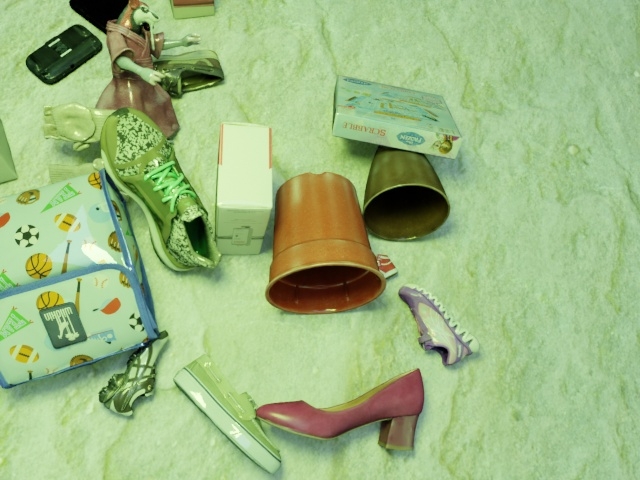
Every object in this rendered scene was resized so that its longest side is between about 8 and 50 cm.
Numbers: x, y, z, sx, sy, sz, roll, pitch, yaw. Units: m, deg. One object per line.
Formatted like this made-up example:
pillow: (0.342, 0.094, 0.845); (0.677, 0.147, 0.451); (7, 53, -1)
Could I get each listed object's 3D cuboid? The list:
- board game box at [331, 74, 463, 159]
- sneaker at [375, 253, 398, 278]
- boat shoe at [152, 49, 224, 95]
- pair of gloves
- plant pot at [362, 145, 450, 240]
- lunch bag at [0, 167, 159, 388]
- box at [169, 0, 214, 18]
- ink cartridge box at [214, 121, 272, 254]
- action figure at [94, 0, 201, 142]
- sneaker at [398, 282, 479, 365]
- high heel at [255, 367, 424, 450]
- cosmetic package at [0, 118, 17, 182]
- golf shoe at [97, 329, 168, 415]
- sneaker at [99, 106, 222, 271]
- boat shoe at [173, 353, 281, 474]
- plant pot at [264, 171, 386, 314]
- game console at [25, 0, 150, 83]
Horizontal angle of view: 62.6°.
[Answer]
board game box: (0.192, -0.338, 1.407); (0.319, 0.065, 0.318); (11, 34, -4)
sneaker: (0.133, 0.076, 1.328); (0.118, 0.042, 0.067); (-21, 77, -24)
boat shoe: (-0.399, -0.440, 1.428); (0.285, 0.103, 0.092); (-21, 68, -22)
pair of gloves: (-0.552, -0.207, 1.248); (0.204, 0.240, 0.042); (7, 31, -5)
plant pot: (0.210, -0.154, 1.362); (0.216, 0.215, 0.230); (5, 52, -7)
lunch bag: (-0.548, 0.081, 1.121); (0.328, 0.239, 0.385); (-17, 76, -10)
box: (-0.378, -0.775, 1.493); (0.127, 0.232, 0.148); (-12, 70, -13)
ink cartridge box: (-0.185, -0.109, 1.226); (0.117, 0.283, 0.207); (2, 68, -12)
action figure: (-0.462, -0.420, 1.296); (0.276, 0.370, 0.248); (9, 26, 11)
sneaker: (0.268, 0.208, 1.272); (0.104, 0.095, 0.236); (-41, 80, -13)
high heel: (0.050, 0.344, 1.155); (0.377, 0.127, 0.181); (15, 75, -20)
cosmetic package: (-0.940, -0.199, 1.220); (0.366, 0.155, 0.197); (-23, 71, -15)
golf shoe: (-0.389, 0.291, 1.156); (0.094, 0.077, 0.198); (42, 69, -10)
sneaker: (-0.316, -0.099, 1.144); (0.182, 0.410, 0.158); (11, 44, 43)
boat shoe: (-0.186, 0.366, 1.130); (0.302, 0.109, 0.094); (41, 66, 12)
plant pot: (0.000, 0.000, 1.234); (0.273, 0.272, 0.265); (-1, 61, -9)
game console: (-0.666, -0.579, 1.477); (0.213, 0.044, 0.361); (38, 67, 9)
